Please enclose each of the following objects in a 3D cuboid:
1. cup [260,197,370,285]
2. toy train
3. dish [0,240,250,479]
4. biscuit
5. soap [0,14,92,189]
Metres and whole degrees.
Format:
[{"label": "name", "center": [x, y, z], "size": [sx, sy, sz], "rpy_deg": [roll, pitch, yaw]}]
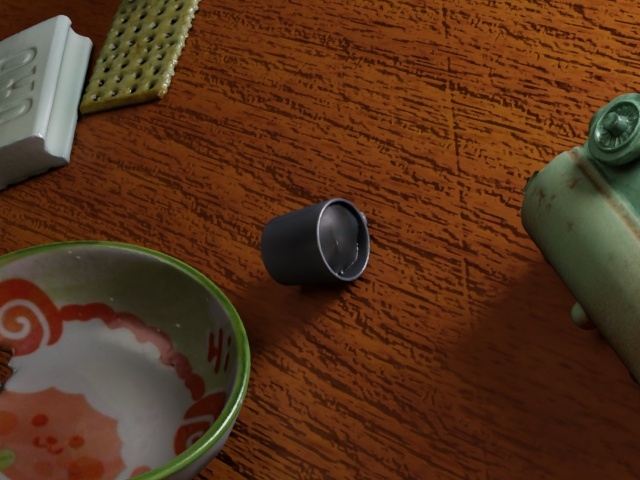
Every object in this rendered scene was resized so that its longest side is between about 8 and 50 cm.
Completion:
[{"label": "cup", "center": [0.000, 0.000, 1.708], "size": [0.077, 0.078, 0.100], "rpy_deg": [-10, 16, 40]}, {"label": "toy train", "center": [0.266, 0.005, 1.452], "size": [0.177, 0.116, 0.285], "rpy_deg": [-48, 39, 15]}, {"label": "dish", "center": [-0.225, 0.152, 1.671], "size": [0.324, 0.124, 0.324], "rpy_deg": [0, 42, 0]}, {"label": "biscuit", "center": [-0.205, -0.248, 2.140], "size": [0.139, 0.016, 0.231], "rpy_deg": [-8, 52, 34]}, {"label": "soap", "center": [-0.344, -0.163, 2.143], "size": [0.119, 0.066, 0.198], "rpy_deg": [-18, 45, 25]}]
